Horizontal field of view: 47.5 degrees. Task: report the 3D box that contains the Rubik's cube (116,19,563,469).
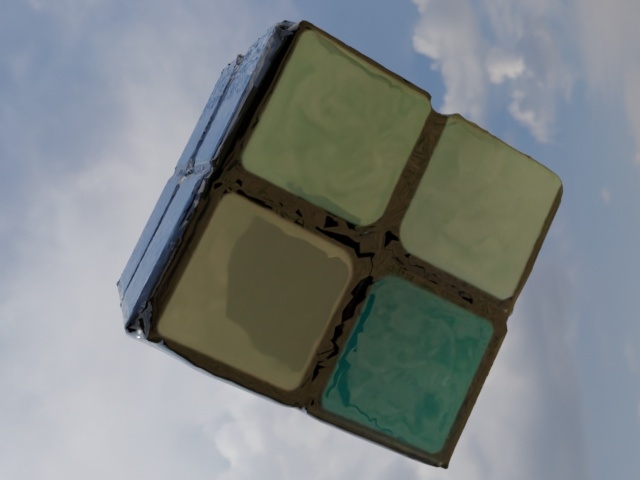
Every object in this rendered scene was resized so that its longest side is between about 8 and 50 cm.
[{"bbox_3d":[0.000,0.001,0.423,0.180,0.183,0.167,27,-93,-19],"label":"Rubik's cube"}]
